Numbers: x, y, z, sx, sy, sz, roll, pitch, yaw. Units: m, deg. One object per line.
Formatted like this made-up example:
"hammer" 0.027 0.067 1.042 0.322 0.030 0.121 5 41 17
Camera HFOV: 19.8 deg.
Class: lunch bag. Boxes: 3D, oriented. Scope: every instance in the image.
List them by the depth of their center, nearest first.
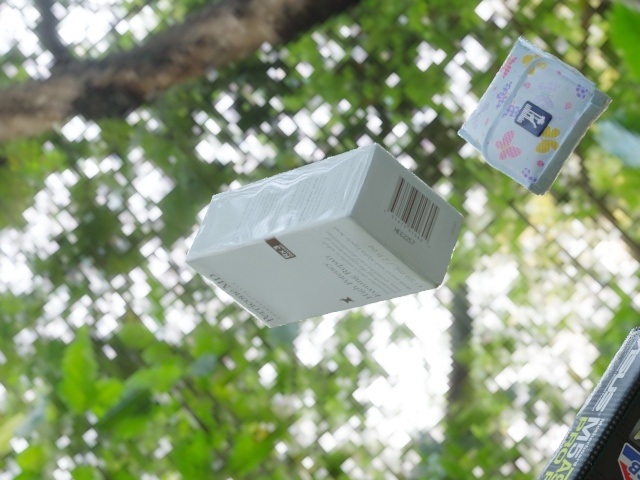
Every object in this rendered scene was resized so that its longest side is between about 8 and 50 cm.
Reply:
"lunch bag" 0.123 -0.069 1.039 0.053 0.083 0.071 28 -78 -25

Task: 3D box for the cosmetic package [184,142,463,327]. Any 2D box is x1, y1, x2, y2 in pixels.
"cosmetic package" 0.000 0.000 1.605 0.117 0.231 0.085 38 -124 -26

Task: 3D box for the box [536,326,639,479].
"box" 0.263 0.218 1.206 0.216 0.270 0.060 -55 11 -12
